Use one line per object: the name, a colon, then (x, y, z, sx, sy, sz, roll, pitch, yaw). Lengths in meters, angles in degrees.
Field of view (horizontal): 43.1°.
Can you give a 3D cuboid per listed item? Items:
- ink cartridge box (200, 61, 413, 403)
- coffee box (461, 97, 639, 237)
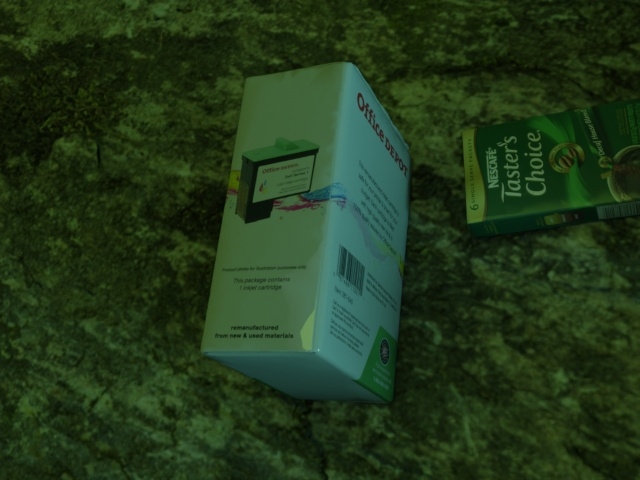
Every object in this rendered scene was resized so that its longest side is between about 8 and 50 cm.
ink cartridge box: (0.000, 0.000, 0.789, 0.117, 0.201, 0.278, -3, 67, 23)
coffee box: (0.235, -0.071, 0.807, 0.184, 0.040, 0.113, -7, 66, 22)
